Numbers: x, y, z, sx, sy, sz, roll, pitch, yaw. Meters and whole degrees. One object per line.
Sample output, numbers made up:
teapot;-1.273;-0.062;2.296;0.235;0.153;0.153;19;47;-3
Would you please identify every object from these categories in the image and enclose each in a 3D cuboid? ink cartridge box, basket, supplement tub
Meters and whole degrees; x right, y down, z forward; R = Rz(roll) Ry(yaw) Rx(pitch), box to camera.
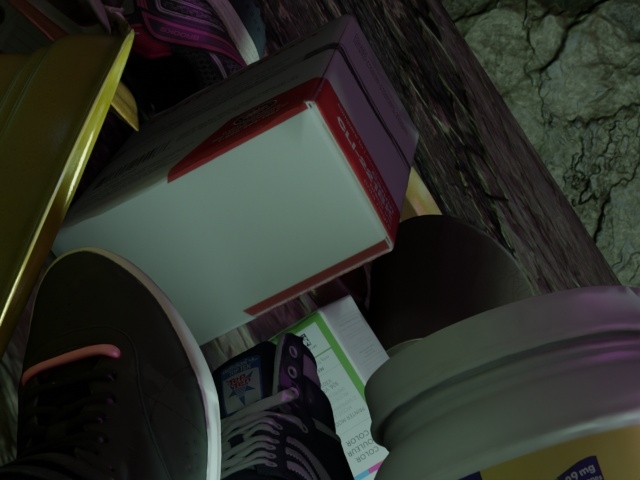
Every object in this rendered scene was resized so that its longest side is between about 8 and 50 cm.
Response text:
ink cartridge box;0.043;0.150;1.390;0.209;0.062;0.109;57;14;4
basket;0.114;0.102;1.598;0.204;0.154;0.227;56;19;-11
supplement tub;0.169;0.219;1.087;0.241;0.241;0.331;31;38;-63
ink cartridge box;-0.048;-0.041;1.199;0.114;0.197;0.273;60;15;-14

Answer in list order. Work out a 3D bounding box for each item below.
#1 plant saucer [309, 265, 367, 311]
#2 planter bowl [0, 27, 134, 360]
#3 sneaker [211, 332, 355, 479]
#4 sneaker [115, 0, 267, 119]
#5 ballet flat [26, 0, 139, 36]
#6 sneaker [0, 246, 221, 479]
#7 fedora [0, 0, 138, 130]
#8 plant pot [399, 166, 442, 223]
plant saucer;0.000;0.000;1.625;0.168;0.029;0.168;56;15;-23
planter bowl;-0.174;-0.022;0.857;0.090;0.217;0.217;24;23;-7
sneaker;-0.043;0.138;1.078;0.282;0.099;0.153;27;41;-77
sneaker;-0.078;-0.098;1.415;0.299;0.121;0.112;53;46;-34
ballet flat;-0.202;-0.170;1.150;0.241;0.077;0.091;32;34;-61
sneaker;-0.120;0.107;0.843;0.147;0.104;0.296;49;25;-54
fedora;-0.195;-0.104;0.990;0.194;0.079;0.194;37;-3;3
plant pot;0.109;-0.013;2.015;0.236;0.032;0.236;55;15;-23
